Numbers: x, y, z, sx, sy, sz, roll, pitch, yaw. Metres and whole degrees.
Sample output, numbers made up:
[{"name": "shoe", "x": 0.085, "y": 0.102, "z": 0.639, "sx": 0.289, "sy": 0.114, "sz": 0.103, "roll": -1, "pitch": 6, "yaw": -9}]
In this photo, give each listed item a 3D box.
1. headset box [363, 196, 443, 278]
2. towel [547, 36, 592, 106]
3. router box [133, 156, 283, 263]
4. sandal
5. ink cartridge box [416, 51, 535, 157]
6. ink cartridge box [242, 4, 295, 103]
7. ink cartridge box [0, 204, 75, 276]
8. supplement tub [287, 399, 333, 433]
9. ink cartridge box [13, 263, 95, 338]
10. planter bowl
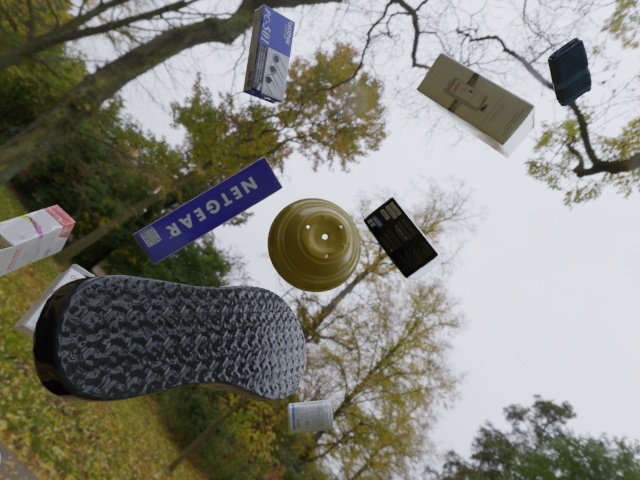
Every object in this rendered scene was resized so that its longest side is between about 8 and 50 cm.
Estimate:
[{"name": "headset box", "x": 0.302, "y": 0.003, "z": 1.435, "sx": 0.246, "sy": 0.131, "sz": 0.283, "roll": 56, "pitch": 14, "yaw": 17}, {"name": "towel", "x": 0.476, "y": -0.319, "z": 0.778, "sx": 0.119, "sy": 0.067, "sz": 0.029, "roll": 44, "pitch": 20, "yaw": -40}, {"name": "router box", "x": -0.260, "y": -0.087, "z": 1.029, "sx": 0.082, "sy": 0.336, "sz": 0.301, "roll": 59, "pitch": -3, "yaw": -11}, {"name": "sandal", "x": -0.164, "y": 0.136, "z": 0.570, "sx": 0.107, "sy": 0.167, "sz": 0.446, "roll": -10, "pitch": -23, "yaw": 29}, {"name": "ink cartridge box", "x": 0.426, "y": -0.364, "z": 1.111, "sx": 0.283, "sy": 0.207, "sz": 0.117, "roll": 42, "pitch": -71, "yaw": 21}, {"name": "ink cartridge box", "x": -0.128, "y": -0.461, "z": 1.018, "sx": 0.046, "sy": 0.097, "sz": 0.206, "roll": 9, "pitch": -89, "yaw": 50}, {"name": "ink cartridge box", "x": -0.670, "y": 0.004, "z": 0.909, "sx": 0.067, "sy": 0.198, "sz": 0.115, "roll": 44, "pitch": -63, "yaw": -2}, {"name": "supplement tub", "x": -0.026, "y": 0.430, "z": 0.993, "sx": 0.071, "sy": 0.107, "sz": 0.070, "roll": 177, "pitch": -90, "yaw": -85}, {"name": "ink cartridge box", "x": -0.485, "y": 0.127, "z": 0.780, "sx": 0.090, "sy": 0.143, "sz": 0.092, "roll": -15, "pitch": -50, "yaw": 42}, {"name": "planter bowl", "x": 0.000, "y": 0.000, "z": 0.874, "sx": 0.217, "sy": 0.217, "sz": 0.090, "roll": 53, "pitch": -19, "yaw": 0}]
